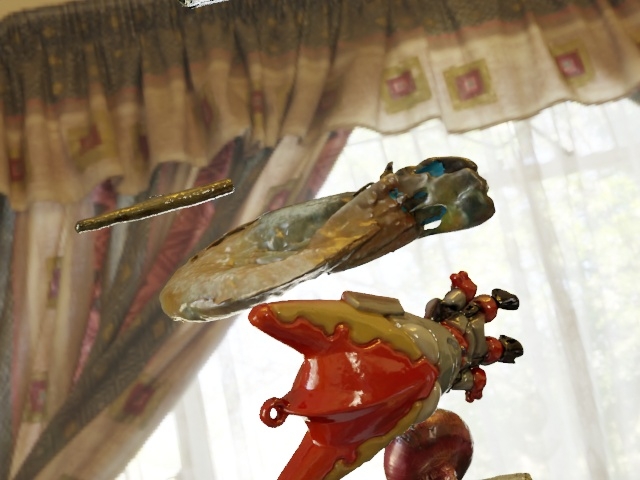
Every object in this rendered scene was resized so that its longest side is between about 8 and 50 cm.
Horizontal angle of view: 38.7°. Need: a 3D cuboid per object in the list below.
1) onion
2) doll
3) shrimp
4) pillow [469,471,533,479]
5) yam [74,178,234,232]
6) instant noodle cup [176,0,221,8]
[{"bbox_3d":[0.174,0.323,1.322,0.150,0.150,0.140,-4,15,-26],"label":"onion"},{"bbox_3d":[0.038,0.066,0.482,0.169,0.109,0.057,-17,19,-39],"label":"doll"},{"bbox_3d":[0.000,0.000,1.158,0.446,0.109,0.221,-21,15,5],"label":"shrimp"},{"bbox_3d":[0.120,0.279,0.819,0.181,0.134,0.078,-16,13,21],"label":"pillow"},{"bbox_3d":[-0.231,-0.050,1.280,0.234,0.029,0.027,-17,1,-24],"label":"yam"},{"bbox_3d":[-0.066,-0.310,0.762,0.178,0.240,0.240,-23,-16,-9],"label":"instant noodle cup"}]
